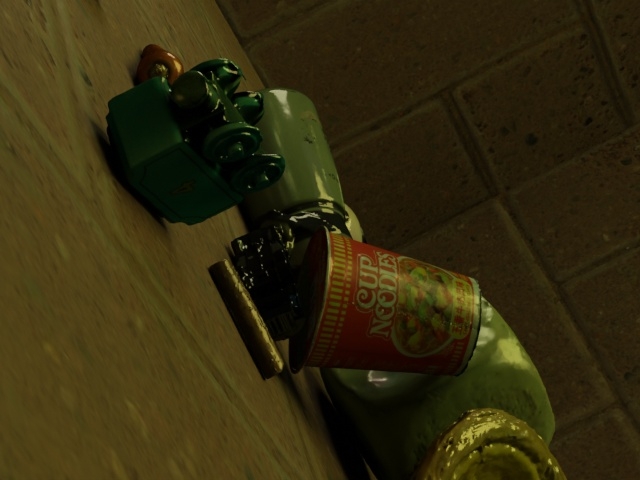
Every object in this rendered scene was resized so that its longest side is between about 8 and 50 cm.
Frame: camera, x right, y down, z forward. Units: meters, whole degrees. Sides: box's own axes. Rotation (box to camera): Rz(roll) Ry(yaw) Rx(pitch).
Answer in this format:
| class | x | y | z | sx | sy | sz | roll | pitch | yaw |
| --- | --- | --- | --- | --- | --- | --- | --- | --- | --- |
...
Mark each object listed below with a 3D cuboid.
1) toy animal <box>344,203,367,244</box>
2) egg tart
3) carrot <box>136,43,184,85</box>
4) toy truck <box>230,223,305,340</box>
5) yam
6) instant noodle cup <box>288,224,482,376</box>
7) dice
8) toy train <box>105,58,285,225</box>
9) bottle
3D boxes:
| class | x | y | z | sx | sy | sz | roll | pitch | yaw |
| --- | --- | --- | --- | --- | --- | --- | --- | --- | --- |
| toy animal | 0.000 | 0.000 | 2.440 | 0.179 | 0.166 | 0.138 | 57 | 41 | -65 |
| egg tart | 0.189 | 0.386 | 1.734 | 0.345 | 0.132 | 0.345 | 7 | 80 | -45 |
| carrot | -0.217 | -0.231 | 1.824 | 0.061 | 0.061 | 0.257 | 61 | -2 | -16 |
| toy truck | -0.062 | 0.054 | 1.731 | 0.202 | 0.074 | 0.088 | -108 | 174 | -64 |
| yam | -0.083 | 0.089 | 1.563 | 0.145 | 0.032 | 0.032 | 62 | 4 | 4 |
| instant noodle cup | 0.082 | 0.094 | 1.725 | 0.193 | 0.212 | 0.193 | -169 | -90 | -79 |
| dice | 0.162 | 0.219 | 1.921 | 0.250 | 0.252 | 0.254 | 49 | -14 | 51 |
| toy train | -0.125 | -0.096 | 1.386 | 0.198 | 0.154 | 0.107 | 52 | 15 | -64 |
| bottle | -0.044 | -0.067 | 2.134 | 0.168 | 0.168 | 0.347 | 56 | 13 | -57 |
